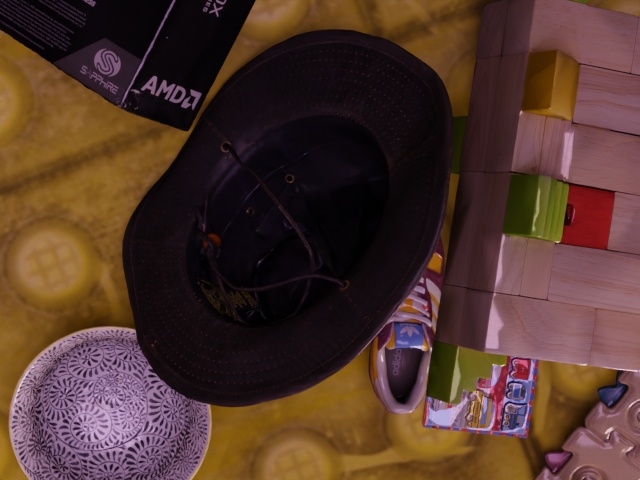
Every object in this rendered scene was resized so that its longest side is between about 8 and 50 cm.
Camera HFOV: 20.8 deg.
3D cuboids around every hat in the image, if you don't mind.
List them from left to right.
[{"bbox_3d":[0.000,0.000,1.439,0.331,0.331,0.134,-49,137,5],"label":"hat"}]

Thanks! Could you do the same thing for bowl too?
[{"bbox_3d":[-0.180,0.147,1.502,0.170,0.080,0.170,-1,100,-5],"label":"bowl"}]

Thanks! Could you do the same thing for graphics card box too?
[{"bbox_3d":[-0.117,-0.298,1.354,0.233,0.094,0.371,32,97,34],"label":"graphics card box"}]

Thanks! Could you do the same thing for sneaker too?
[{"bbox_3d":[0.076,0.057,1.502,0.070,0.084,0.185,-1,101,-4],"label":"sneaker"}]

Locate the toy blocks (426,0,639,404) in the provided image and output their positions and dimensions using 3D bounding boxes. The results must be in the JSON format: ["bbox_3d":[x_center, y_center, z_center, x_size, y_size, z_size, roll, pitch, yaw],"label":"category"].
[{"bbox_3d":[0.252,-0.037,1.462,0.261,0.191,0.381,9,89,-21],"label":"toy blocks"}]

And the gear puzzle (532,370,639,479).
[{"bbox_3d":[0.368,0.246,1.581,0.339,0.044,0.175,35,103,-9],"label":"gear puzzle"}]

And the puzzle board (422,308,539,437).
[{"bbox_3d":[0.146,0.111,1.555,0.096,0.011,0.128,6,100,-6],"label":"puzzle board"}]
